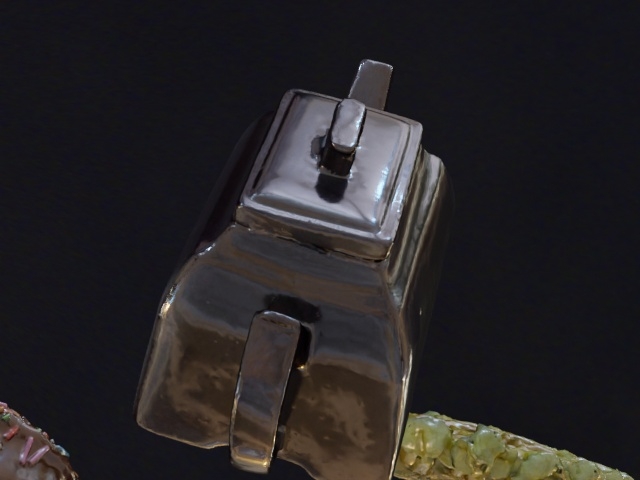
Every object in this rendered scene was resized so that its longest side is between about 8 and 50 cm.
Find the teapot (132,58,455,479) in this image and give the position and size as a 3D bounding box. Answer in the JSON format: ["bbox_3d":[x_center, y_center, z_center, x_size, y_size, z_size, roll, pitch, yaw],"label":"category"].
[{"bbox_3d":[0.000,0.000,0.504,0.087,0.177,0.096,16,-52,3],"label":"teapot"}]

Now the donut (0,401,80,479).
[{"bbox_3d":[-0.310,0.221,1.253,0.235,0.089,0.235,-1,-44,-1],"label":"donut"}]

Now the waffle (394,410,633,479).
[{"bbox_3d":[0.114,0.194,1.403,0.297,0.317,0.073,20,-98,-51],"label":"waffle"}]
